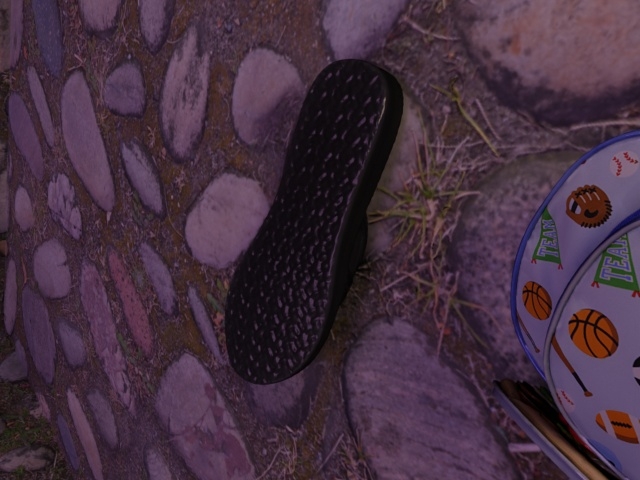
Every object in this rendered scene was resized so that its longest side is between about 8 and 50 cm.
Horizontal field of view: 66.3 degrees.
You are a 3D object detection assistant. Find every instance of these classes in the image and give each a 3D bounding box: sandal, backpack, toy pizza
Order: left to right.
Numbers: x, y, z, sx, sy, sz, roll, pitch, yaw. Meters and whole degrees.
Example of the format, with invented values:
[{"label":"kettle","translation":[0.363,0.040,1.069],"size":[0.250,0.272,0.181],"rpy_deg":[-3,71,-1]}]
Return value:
[{"label":"sandal","translation":[0.002,0.000,0.640],"size":[0.167,0.107,0.446],"rpy_deg":[35,108,36]},{"label":"toy pizza","translation":[0.226,0.178,0.391],"size":[0.201,0.201,0.032],"rpy_deg":[42,97,31]},{"label":"backpack","translation":[0.262,0.050,0.316],"size":[0.263,0.213,0.276],"rpy_deg":[42,127,41]}]
